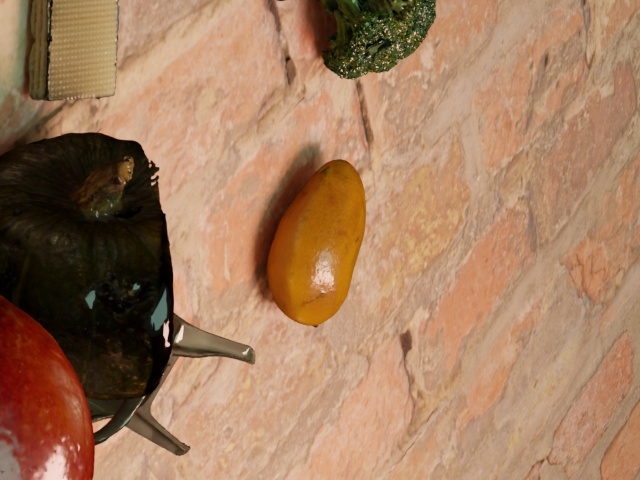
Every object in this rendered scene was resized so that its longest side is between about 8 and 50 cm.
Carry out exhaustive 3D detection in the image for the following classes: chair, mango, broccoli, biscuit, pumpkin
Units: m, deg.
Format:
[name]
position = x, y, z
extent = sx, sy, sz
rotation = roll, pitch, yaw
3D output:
[chair]
position = -0.237, 0.146, 2.038
extent = 0.191, 0.203, 0.274
rotation = -63, 153, -1
[mango]
position = 0.000, 0.000, 2.437
extent = 0.147, 0.109, 0.227
rotation = 23, 80, -54
[broccoli]
position = 0.067, -0.292, 2.402
extent = 0.156, 0.195, 0.195
rotation = 28, 75, -22
[biscuit]
position = -0.265, -0.252, 1.991
extent = 0.121, 0.040, 0.199
rotation = -11, 109, -53
[pumpkin]
position = -0.273, 0.007, 1.860
extent = 0.232, 0.325, 0.242
rotation = 5, 121, -21

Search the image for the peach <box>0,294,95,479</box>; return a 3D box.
[peach]
position = -0.384, 0.234, 1.681
extent = 0.310, 0.335, 0.406
rotation = 39, 84, -39
